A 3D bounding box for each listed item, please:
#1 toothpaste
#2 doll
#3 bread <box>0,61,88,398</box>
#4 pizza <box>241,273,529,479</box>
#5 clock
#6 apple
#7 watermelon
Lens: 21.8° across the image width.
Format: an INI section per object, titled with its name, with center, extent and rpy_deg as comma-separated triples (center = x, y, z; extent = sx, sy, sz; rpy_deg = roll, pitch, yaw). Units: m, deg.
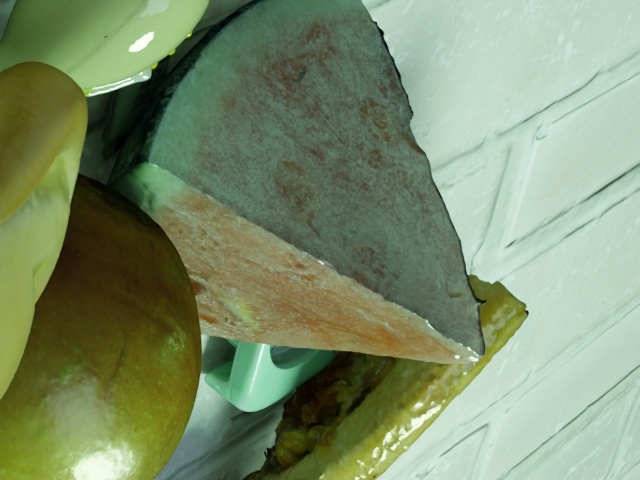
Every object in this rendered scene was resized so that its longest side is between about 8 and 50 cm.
[toothpaste]
center = -0.118, -0.151, 1.160
extent = 0.062, 0.037, 0.216
rpy_deg = -36, 152, -45
[doll]
center = -0.154, -0.123, 1.034
extent = 0.117, 0.141, 0.296
rpy_deg = 30, 99, -32
[bread]
center = -0.273, 0.006, 0.839
extent = 0.315, 0.270, 0.211
rpy_deg = -53, 137, -12
[pizza]
center = 0.058, 0.144, 1.600
extent = 0.409, 0.114, 0.278
rpy_deg = -41, -172, 42
[clock]
center = -0.024, 0.043, 1.496
extent = 0.159, 0.066, 0.211
rpy_deg = -30, 143, -44
[apple]
center = -0.187, 0.069, 1.079
extent = 0.237, 0.237, 0.207
rpy_deg = -50, 145, -12
[watermelon]
center = -0.043, -0.005, 1.224
extent = 0.250, 0.292, 0.283
rpy_deg = -13, 139, -27
